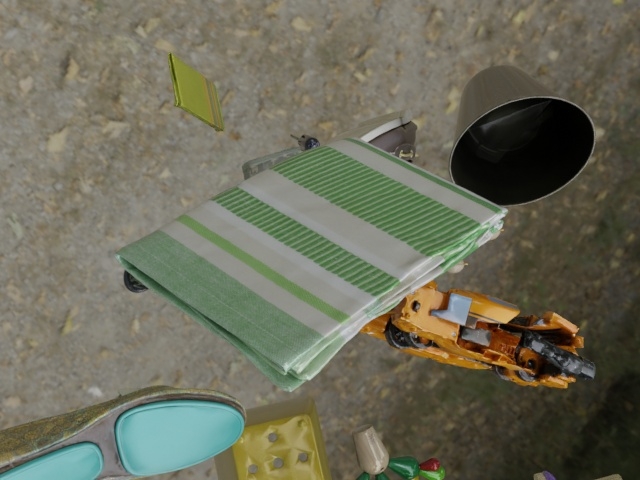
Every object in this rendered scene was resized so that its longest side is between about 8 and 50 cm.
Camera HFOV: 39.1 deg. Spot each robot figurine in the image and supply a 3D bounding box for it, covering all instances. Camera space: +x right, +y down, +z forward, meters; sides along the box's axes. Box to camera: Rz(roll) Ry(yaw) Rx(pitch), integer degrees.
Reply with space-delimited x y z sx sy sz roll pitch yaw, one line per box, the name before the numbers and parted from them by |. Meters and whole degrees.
robot figurine | 0.182 0.108 1.063 0.291 0.211 0.085 19 76 -25

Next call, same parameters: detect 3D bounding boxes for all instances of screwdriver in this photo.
screwdriver | -0.022 -0.133 1.184 0.025 0.170 0.024 -23 104 -1

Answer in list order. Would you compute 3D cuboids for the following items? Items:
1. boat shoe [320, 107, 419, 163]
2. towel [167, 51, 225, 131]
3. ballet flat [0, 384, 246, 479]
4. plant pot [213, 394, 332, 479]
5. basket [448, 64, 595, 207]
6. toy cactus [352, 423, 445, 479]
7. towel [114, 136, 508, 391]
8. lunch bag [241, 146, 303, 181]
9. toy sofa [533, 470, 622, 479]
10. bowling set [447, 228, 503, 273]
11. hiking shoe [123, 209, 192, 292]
boat shoe | 0.087 -0.138 1.415 0.324 0.117 0.096 -40 116 -68
towel | -0.232 -0.271 1.683 0.021 0.102 0.237 -14 173 11
ballet flat | -0.268 0.242 1.115 0.349 0.123 0.123 -15 130 -24
plant pot | -0.083 0.402 1.639 0.212 0.212 0.187 -11 169 -10
basket | 0.279 -0.168 1.339 0.204 0.227 0.154 -22 113 12
toy cactus | 0.095 0.375 1.389 0.219 0.112 0.180 -22 95 -16
towel | 0.000 0.000 0.909 0.325 0.248 0.038 -33 139 -35
lunch bag | -0.001 -0.056 1.754 0.287 0.169 0.235 -9 81 -30
toy sofa | 0.442 0.478 1.293 0.150 0.362 0.177 -13 113 -5
bowling set | 0.259 0.028 2.032 0.287 0.154 0.199 4 102 -9
hiking shoe | -0.312 0.030 1.746 0.227 0.086 0.114 -41 -172 20
